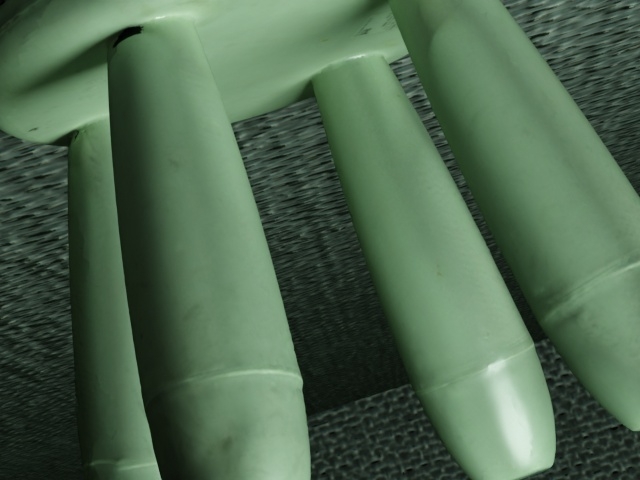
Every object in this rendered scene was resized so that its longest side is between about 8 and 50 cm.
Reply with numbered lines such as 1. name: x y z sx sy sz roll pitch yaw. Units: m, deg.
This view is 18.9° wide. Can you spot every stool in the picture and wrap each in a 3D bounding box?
1. stool: 0.000 0.000 0.652 0.195 0.199 0.195 -16 172 -19
